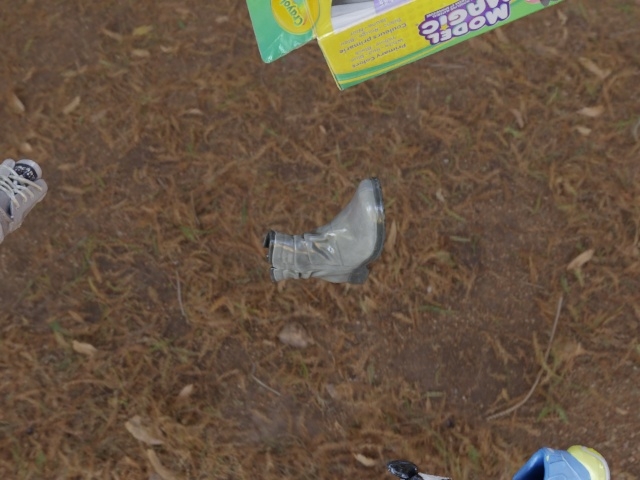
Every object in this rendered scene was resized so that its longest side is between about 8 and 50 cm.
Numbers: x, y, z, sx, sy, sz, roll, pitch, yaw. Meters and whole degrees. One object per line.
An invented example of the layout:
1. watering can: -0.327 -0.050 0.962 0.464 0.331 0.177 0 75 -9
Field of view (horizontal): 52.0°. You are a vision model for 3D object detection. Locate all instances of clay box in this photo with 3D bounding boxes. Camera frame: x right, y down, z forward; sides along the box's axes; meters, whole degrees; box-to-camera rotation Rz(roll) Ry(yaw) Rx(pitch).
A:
1. clay box: 0.064 -0.174 0.367 0.222 0.053 0.128 -20 64 11

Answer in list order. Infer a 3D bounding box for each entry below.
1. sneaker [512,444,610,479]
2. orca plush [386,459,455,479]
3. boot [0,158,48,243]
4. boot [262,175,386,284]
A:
1. sneaker: 0.305 0.392 0.917 0.126 0.091 0.240 19 90 -13
2. orca plush: 0.115 0.442 1.064 0.287 0.102 0.151 12 89 -11
3. boot: -0.392 -0.056 0.790 0.123 0.095 0.258 -54 22 -22
4. boot: 0.000 0.000 0.947 0.161 0.246 0.084 0 58 -9
